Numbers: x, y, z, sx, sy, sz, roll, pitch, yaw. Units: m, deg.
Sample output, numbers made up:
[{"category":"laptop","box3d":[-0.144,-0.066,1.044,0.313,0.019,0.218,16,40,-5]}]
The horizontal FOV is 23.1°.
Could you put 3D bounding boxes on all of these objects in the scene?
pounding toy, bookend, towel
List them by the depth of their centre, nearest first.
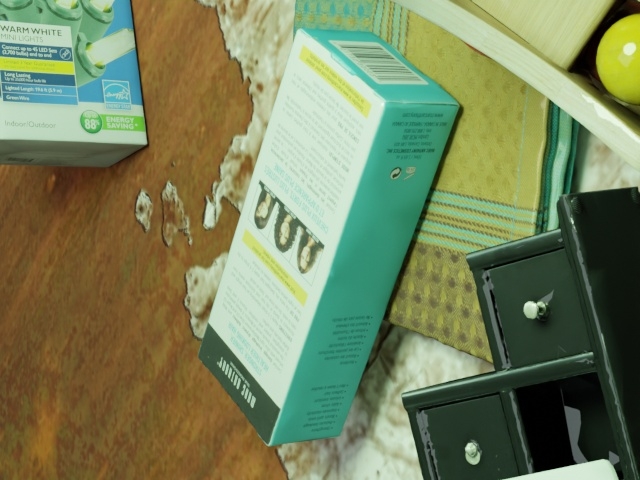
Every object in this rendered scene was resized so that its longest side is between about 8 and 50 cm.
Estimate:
[{"category":"pounding toy","box3d":[0.103,-0.170,0.761,0.269,0.154,0.155,41,114,18]},{"category":"bookend","box3d":[0.106,0.067,0.836,0.156,0.072,0.157,-16,84,40]},{"category":"towel","box3d":[0.067,-0.129,0.959,0.271,0.040,0.370,19,108,53]}]

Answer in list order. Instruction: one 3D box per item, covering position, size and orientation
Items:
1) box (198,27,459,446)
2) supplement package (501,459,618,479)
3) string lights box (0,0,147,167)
[{"category":"box","box3d":[0.000,0.000,0.974,0.100,0.060,0.244,46,128,43]},{"category":"supplement package","box3d":[0.016,0.236,0.426,0.199,0.198,0.263,87,170,-53]},{"category":"string lights box","box3d":[-0.229,-0.194,1.275,0.077,0.133,0.260,-21,74,52]}]
